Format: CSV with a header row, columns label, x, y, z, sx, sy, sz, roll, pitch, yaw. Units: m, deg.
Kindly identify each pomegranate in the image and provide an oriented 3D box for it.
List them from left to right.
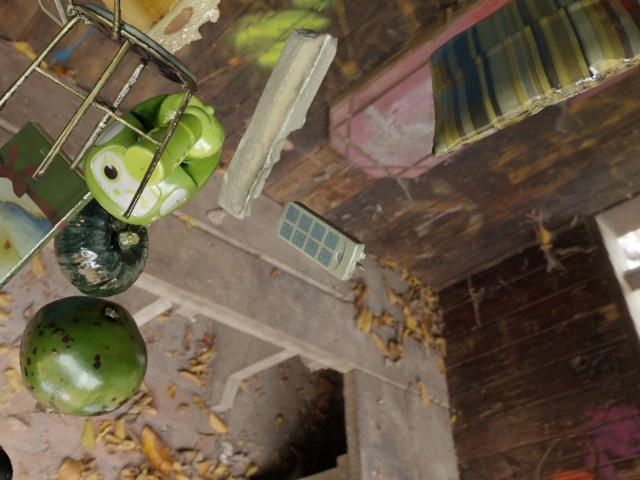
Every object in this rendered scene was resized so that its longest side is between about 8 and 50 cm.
label,x,y,z,sx,sy,sz,roll,pitch,yaw
pomegranate,-0.483,0.245,1.261,0.254,0.270,0.254,29,6,-3

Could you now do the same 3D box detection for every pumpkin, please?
label,x,y,z,sx,sy,sz,roll,pitch,yaw
pumpkin,-0.421,0.005,1.218,0.211,0.152,0.211,-5,90,-85

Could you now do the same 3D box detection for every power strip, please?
label,x,y,z,sx,sy,sz,roll,pitch,yaw
power strip,0.000,0.000,1.180,0.227,0.079,0.029,34,20,32

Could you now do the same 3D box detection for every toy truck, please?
label,x,y,z,sx,sy,sz,roll,pitch,yaw
toy truck,-0.208,-0.122,0.835,0.148,0.211,0.187,50,54,-12

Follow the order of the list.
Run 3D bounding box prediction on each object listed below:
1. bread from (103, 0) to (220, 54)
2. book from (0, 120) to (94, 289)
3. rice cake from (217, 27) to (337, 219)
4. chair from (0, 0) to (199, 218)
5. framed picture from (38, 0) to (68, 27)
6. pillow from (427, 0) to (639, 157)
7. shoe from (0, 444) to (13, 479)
label,x,y,z,sx,sy,sz,roll,pitch,yaw
bread,-0.234,-0.355,0.873,0.173,0.134,0.085,54,12,8
book,-0.519,-0.041,1.021,0.201,0.289,0.026,43,-3,20
rice cake,-0.056,-0.142,0.767,0.052,0.256,0.057,7,30,-42
chair,-0.198,-0.203,0.649,0.160,0.325,0.170,33,2,32
framed picture,-0.365,-0.325,0.835,0.007,0.066,0.089,-33,54,-23
pillow,0.200,-0.184,0.608,0.052,0.212,0.208,50,30,-29
shoe,-0.670,0.347,1.087,0.109,0.293,0.149,-51,147,-27
